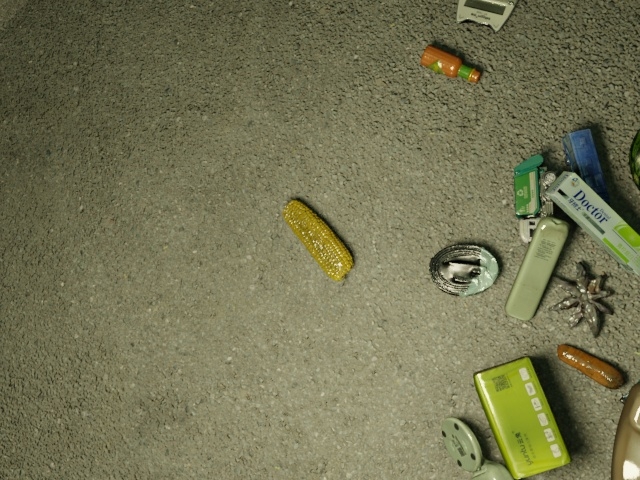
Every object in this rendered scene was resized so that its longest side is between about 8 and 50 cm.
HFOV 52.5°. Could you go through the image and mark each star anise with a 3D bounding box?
[{"bbox_3d":[0.719,0.159,1.790,0.180,0.061,0.205,9,85,16],"label":"star anise"}]

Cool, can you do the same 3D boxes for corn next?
[{"bbox_3d":[0.000,0.000,1.981,0.101,0.101,0.310,-39,73,6],"label":"corn"}]

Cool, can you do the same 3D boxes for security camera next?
[{"bbox_3d":[0.437,0.610,1.760,0.080,0.157,0.301,-21,68,-24],"label":"security camera"}]

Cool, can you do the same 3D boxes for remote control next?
[{"bbox_3d":[0.594,0.083,1.784,0.090,0.038,0.310,18,112,10],"label":"remote control"}]

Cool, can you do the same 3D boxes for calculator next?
[{"bbox_3d":[0.525,-0.768,1.991,0.177,0.040,0.268,22,87,16],"label":"calculator"}]

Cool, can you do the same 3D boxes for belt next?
[{"bbox_3d":[0.415,0.089,1.871,0.198,0.078,0.151,-3,79,13],"label":"belt"}]

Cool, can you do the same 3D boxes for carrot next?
[{"bbox_3d":[0.731,0.339,1.763,0.186,0.060,0.060,32,90,22],"label":"carrot"}]

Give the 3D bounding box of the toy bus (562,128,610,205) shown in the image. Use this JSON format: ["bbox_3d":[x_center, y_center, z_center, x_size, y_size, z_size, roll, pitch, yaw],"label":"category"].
[{"bbox_3d":[0.743,-0.192,1.820,0.079,0.094,0.236,-14,79,13],"label":"toy bus"}]

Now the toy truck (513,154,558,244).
[{"bbox_3d":[0.612,-0.110,1.834,0.124,0.114,0.253,-1,84,18],"label":"toy truck"}]

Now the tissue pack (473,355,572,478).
[{"bbox_3d":[0.526,0.462,1.721,0.167,0.200,0.275,-20,77,9],"label":"tissue pack"}]

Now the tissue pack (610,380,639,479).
[{"bbox_3d":[0.861,0.544,1.589,0.267,0.277,0.387,7,86,24],"label":"tissue pack"}]

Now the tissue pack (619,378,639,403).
[{"bbox_3d":[0.877,0.402,1.732,0.085,0.028,0.138,38,96,16],"label":"tissue pack"}]

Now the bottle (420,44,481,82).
[{"bbox_3d":[0.399,-0.531,1.973,0.187,0.069,0.069,28,89,17],"label":"bottle"}]

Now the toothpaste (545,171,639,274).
[{"bbox_3d":[0.754,-0.045,1.741,0.336,0.067,0.081,41,94,-9],"label":"toothpaste"}]

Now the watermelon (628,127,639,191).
[{"bbox_3d":[0.949,-0.213,1.670,0.285,0.285,0.285,-2,81,14],"label":"watermelon"}]
